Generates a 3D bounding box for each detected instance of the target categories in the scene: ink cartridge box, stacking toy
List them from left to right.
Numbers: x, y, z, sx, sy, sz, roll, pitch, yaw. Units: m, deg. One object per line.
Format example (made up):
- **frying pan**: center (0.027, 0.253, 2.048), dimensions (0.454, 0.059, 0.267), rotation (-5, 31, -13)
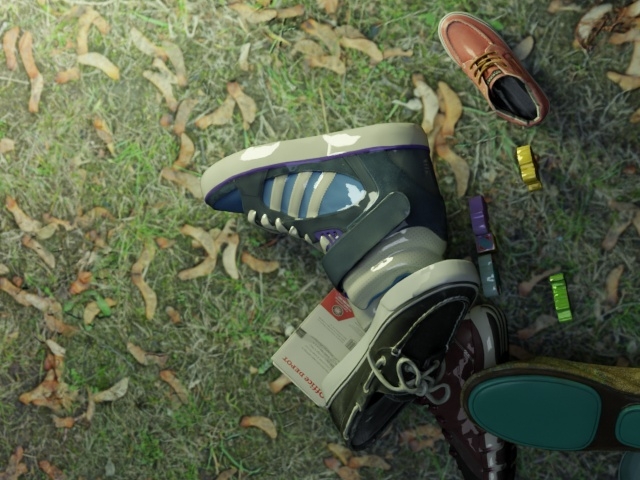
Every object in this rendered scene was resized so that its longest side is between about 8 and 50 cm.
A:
- **ink cartridge box**: center (0.017, 0.137, 1.475), dimensions (0.099, 0.056, 0.135), rotation (43, 107, 4)
- **stacking toy**: center (0.202, 0.008, 1.370), dimensions (0.167, 0.052, 0.221), rotation (-15, 73, 17)

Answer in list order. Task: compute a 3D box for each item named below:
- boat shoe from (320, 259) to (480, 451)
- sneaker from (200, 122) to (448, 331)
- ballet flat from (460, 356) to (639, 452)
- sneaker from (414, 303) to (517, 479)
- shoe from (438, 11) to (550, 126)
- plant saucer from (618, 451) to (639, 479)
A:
- **boat shoe**: center (0.098, 0.144, 1.313), dimensions (0.306, 0.113, 0.105), rotation (-50, 46, 37)
- **sneaker**: center (0.001, 0.000, 1.374), dimensions (0.322, 0.130, 0.236), rotation (-11, 79, 25)
- **ballet flat**: center (0.339, 0.195, 1.358), dimensions (0.348, 0.123, 0.123), rotation (7, 102, 0)
- **sneaker**: center (0.163, 0.223, 1.441), dimensions (0.162, 0.106, 0.281), rotation (-3, 89, 20)
- **shoe**: center (0.208, -0.208, 1.350), dimensions (0.063, 0.081, 0.178), rotation (-44, 88, 17)
- **plant saucer**: center (0.438, 0.295, 1.415), dimensions (0.119, 0.021, 0.119), rotation (3, 101, 13)
